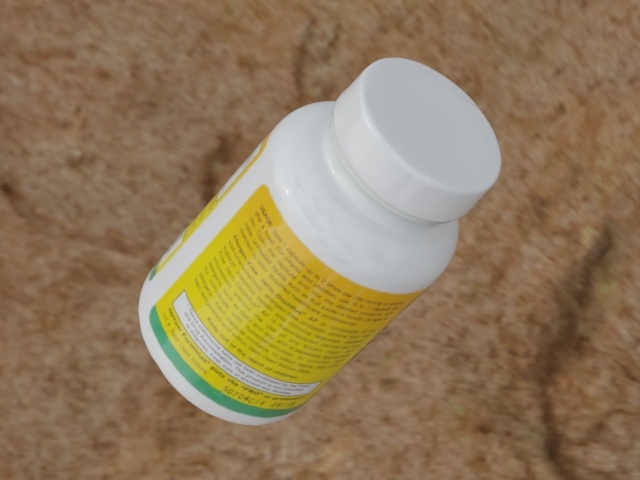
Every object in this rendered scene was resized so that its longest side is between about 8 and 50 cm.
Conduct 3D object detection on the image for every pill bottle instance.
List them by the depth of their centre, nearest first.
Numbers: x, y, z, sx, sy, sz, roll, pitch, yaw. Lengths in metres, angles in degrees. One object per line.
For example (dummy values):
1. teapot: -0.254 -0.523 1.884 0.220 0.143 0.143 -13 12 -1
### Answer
1. pill bottle: 0.000 0.000 0.958 0.208 0.117 0.118 -47 69 38
